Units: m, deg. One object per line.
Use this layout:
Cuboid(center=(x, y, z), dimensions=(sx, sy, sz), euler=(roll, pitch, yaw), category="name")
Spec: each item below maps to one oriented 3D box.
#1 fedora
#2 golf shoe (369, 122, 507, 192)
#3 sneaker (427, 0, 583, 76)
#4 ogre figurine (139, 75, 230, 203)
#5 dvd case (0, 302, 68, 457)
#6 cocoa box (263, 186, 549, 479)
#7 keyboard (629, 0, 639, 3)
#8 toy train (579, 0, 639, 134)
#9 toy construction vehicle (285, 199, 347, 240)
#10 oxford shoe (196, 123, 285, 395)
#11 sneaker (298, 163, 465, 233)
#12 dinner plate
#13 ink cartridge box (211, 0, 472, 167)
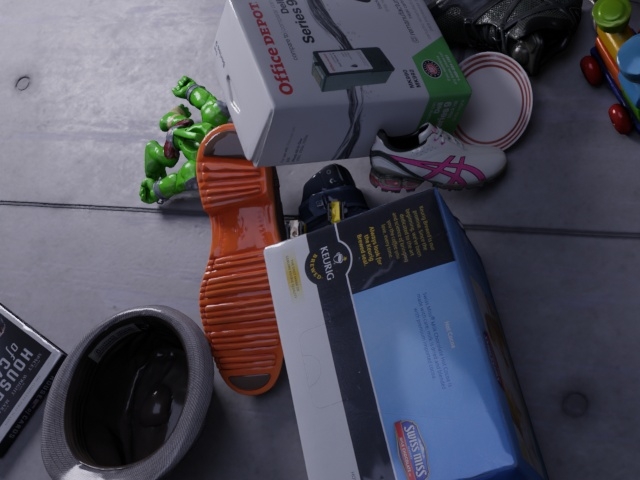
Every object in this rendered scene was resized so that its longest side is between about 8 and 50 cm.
Cuboid(center=(-0.237, 0.227, 1.456), dimensions=(0.244, 0.124, 0.275), euler=(-9, 57, 18), category="fedora")
Cuboid(center=(0.158, -0.111, 1.430), dimensions=(0.186, 0.086, 0.067), euler=(-4, 32, -8), category="golf shoe")
Cuboid(center=(0.241, -0.288, 1.495), dimensions=(0.228, 0.087, 0.130), euler=(0, 50, 18), category="sneaker")
Cuboid(center=(-0.199, -0.144, 1.628), dimensions=(0.118, 0.097, 0.197), euler=(14, 62, 40), category="ogre figurine")
Cuboid(center=(-0.508, 0.191, 1.647), dimensions=(0.239, 0.029, 0.179), euler=(30, 82, 32), category="dvd case")
Cuboid(center=(0.104, 0.159, 1.275), dimensions=(0.228, 0.231, 0.347), euler=(-20, 61, 13), category="cocoa box")
Cuboid(center=(0.428, -0.329, 1.452), dimensions=(0.256, 0.072, 0.014), euler=(22, 94, 30), category="keyboard")
Cuboid(center=(0.378, -0.267, 1.402), dimensions=(0.105, 0.143, 0.248), euler=(-27, 60, 10), category="toy train")
Cuboid(center=(0.000, 0.000, 1.427), dimensions=(0.086, 0.035, 0.098), euler=(-6, 83, 18), category="toy construction vehicle")
Cuboid(center=(-0.087, 0.028, 1.494), dimensions=(0.130, 0.133, 0.363), euler=(-3, 84, 14), category="oxford shoe")
Cuboid(center=(0.074, -0.040, 1.465), dimensions=(0.226, 0.086, 0.163), euler=(-16, 64, 17), category="sneaker")
Cuboid(center=(0.227, -0.185, 1.483), dimensions=(0.141, 0.017, 0.141), euler=(0, 90, 38), category="dinner plate")
Cuboid(center=(0.024, -0.223, 1.464), dimensions=(0.289, 0.121, 0.211), euler=(-8, 58, -23), category="ink cartridge box")
